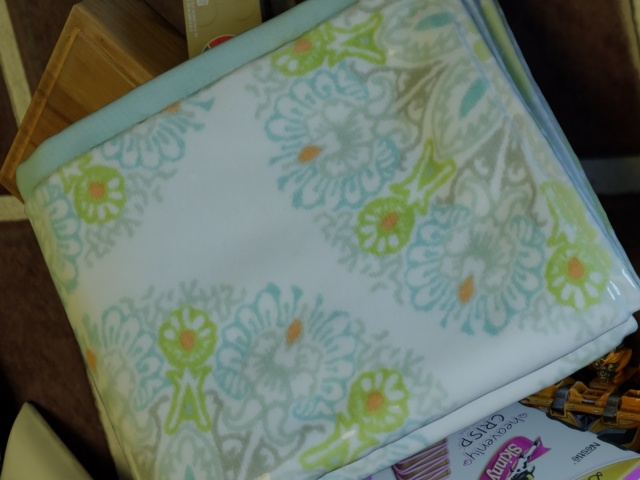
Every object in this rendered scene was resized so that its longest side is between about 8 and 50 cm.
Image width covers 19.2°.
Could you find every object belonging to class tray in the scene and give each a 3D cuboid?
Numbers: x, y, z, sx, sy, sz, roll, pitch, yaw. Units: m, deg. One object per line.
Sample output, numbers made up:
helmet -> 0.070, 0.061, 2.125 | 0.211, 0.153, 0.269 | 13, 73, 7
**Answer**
tray -> -0.074, 0.003, 1.544 | 0.411, 0.076, 0.203 | 43, 129, 15

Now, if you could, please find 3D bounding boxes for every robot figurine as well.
robot figurine -> 0.221, 0.211, 1.410 | 0.211, 0.085, 0.291 | 5, 113, 34

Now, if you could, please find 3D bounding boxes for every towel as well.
towel -> 0.000, 0.000, 1.308 | 0.374, 0.090, 0.320 | -28, 66, 7

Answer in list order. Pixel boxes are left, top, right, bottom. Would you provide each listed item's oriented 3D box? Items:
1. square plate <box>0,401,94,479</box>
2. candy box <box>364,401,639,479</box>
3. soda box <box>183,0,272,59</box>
square plate -> -0.235, 0.388, 1.780 | 0.347, 0.049, 0.344 | 45, 131, 38
candy box -> 0.093, 0.177, 1.322 | 0.233, 0.159, 0.071 | 21, 134, 42
soda box -> -0.061, -0.097, 1.440 | 0.061, 0.058, 0.181 | -8, 77, 7
